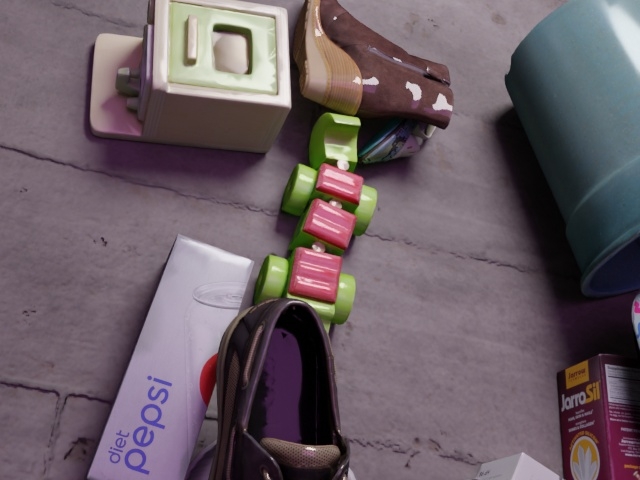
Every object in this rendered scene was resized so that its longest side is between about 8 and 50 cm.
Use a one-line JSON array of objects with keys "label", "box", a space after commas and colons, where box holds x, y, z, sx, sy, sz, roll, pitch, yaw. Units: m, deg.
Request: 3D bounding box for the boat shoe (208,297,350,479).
[{"label": "boat shoe", "box": [-0.041, 0.219, 0.790, 0.132, 0.130, 0.355, 0, 68, -19]}]

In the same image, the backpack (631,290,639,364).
[{"label": "backpack", "box": [0.485, 0.153, 0.992, 0.225, 0.191, 0.253, -2, 70, -43]}]

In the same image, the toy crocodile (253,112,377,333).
[{"label": "toy crocodile", "box": [0.000, 0.000, 1.034, 0.115, 0.105, 0.340, 19, 64, -10]}]

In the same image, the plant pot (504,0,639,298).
[{"label": "plant pot", "box": [0.435, -0.147, 1.137, 0.341, 0.341, 0.334, -12, 64, -23]}]

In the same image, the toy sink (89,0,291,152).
[{"label": "toy sink", "box": [-0.165, -0.216, 1.055, 0.234, 0.131, 0.152, 5, 66, -16]}]

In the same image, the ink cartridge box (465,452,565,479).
[{"label": "ink cartridge box", "box": [0.246, 0.309, 0.987, 0.180, 0.104, 0.060, 34, 62, -3]}]

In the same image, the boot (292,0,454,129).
[{"label": "boot", "box": [0.071, -0.253, 1.159, 0.207, 0.090, 0.248, 9, 49, -14]}]

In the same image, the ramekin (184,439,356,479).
[{"label": "ramekin", "box": [-0.051, 0.296, 0.890, 0.207, 0.109, 0.207, 7, 67, -16]}]

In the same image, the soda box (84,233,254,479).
[{"label": "soda box", "box": [-0.164, 0.144, 0.926, 0.098, 0.091, 0.286, 21, 63, -9]}]

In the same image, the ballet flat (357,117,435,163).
[{"label": "ballet flat", "box": [0.124, -0.156, 1.169, 0.070, 0.070, 0.188, 39, 65, 0]}]

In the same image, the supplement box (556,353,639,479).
[{"label": "supplement box", "box": [0.363, 0.248, 1.052, 0.081, 0.104, 0.188, 9, 65, -15]}]
